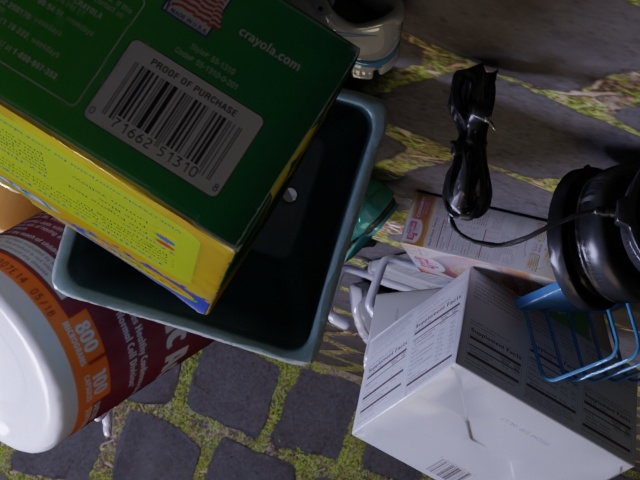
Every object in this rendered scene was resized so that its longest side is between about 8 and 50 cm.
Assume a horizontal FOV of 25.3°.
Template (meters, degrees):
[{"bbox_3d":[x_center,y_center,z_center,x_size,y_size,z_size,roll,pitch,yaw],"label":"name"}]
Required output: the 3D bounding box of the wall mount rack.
[{"bbox_3d":[0.180,0.114,2.046,0.304,0.130,0.350,20,170,-14],"label":"wall mount rack"}]

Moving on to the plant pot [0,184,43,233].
[{"bbox_3d":[-0.344,-0.089,1.672,0.205,0.187,0.205,17,170,3],"label":"plant pot"}]

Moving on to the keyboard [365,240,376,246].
[{"bbox_3d":[0.000,0.000,2.050,0.100,0.038,0.192,-4,177,-23],"label":"keyboard"}]

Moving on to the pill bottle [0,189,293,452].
[{"bbox_3d":[-0.217,0.045,1.577,0.224,0.392,0.224,25,131,32],"label":"pill bottle"}]

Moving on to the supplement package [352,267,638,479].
[{"bbox_3d":[0.207,0.189,1.678,0.262,0.145,0.204,31,136,-19],"label":"supplement package"}]

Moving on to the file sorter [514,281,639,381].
[{"bbox_3d":[0.326,0.097,1.594,0.170,0.104,0.118,6,154,-43],"label":"file sorter"}]

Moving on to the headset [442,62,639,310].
[{"bbox_3d":[0.283,-0.039,1.215,0.394,0.185,0.243,5,170,-23],"label":"headset"}]

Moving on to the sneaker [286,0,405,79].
[{"bbox_3d":[-0.024,-0.186,1.050,0.191,0.071,0.083,15,156,-5],"label":"sneaker"}]

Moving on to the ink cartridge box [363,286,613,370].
[{"bbox_3d":[0.224,0.162,1.846,0.289,0.121,0.211,-6,135,18],"label":"ink cartridge box"}]

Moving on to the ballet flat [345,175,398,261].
[{"bbox_3d":[0.034,-0.037,1.695,0.087,0.083,0.247,41,169,2],"label":"ballet flat"}]

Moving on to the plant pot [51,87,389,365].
[{"bbox_3d":[-0.083,-0.051,1.372,0.248,0.247,0.252,17,-173,1],"label":"plant pot"}]

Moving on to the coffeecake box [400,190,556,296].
[{"bbox_3d":[0.200,0.012,1.662,0.186,0.068,0.142,14,169,18],"label":"coffeecake box"}]

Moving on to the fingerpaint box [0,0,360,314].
[{"bbox_3d":[-0.218,-0.146,1.028,0.445,0.163,0.371,32,168,-1],"label":"fingerpaint box"}]

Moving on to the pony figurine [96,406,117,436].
[{"bbox_3d":[-0.263,0.044,1.913,0.303,0.350,0.363,1,-164,5],"label":"pony figurine"}]

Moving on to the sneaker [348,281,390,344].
[{"bbox_3d":[0.147,0.128,2.350,0.115,0.105,0.281,-24,146,27],"label":"sneaker"}]
